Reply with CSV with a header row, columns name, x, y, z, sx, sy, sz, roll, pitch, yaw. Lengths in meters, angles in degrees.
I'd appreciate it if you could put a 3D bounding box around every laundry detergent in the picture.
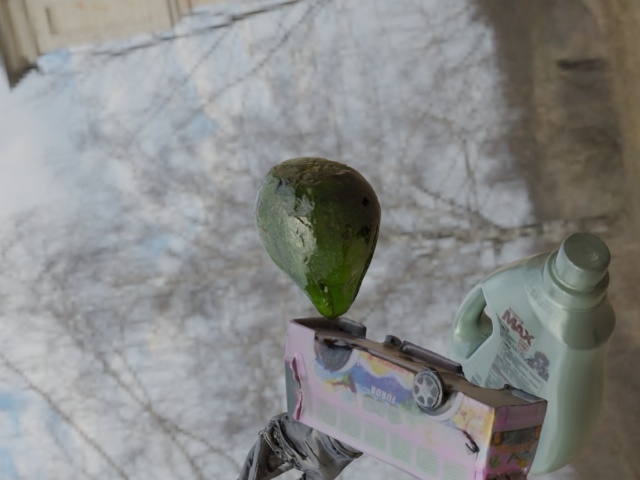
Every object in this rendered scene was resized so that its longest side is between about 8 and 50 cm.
name,x,y,z,sx,sy,sz,roll,pitch,yaw
laundry detergent,0.297,0.126,1.791,0.264,0.124,0.398,51,151,28

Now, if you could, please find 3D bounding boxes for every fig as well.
name,x,y,z,sx,sy,sz,roll,pitch,yaw
fig,0.000,0.000,1.277,0.123,0.123,0.156,-77,-13,-62

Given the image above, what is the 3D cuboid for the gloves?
name,x,y,z,sx,sy,sz,roll,pitch,yaw
gloves,-0.023,0.307,1.861,0.142,0.285,0.119,47,-151,-19

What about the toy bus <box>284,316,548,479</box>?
name,x,y,z,sx,sy,sz,roll,pitch,yaw
toy bus,0.077,0.152,1.236,0.090,0.274,0.112,0,-77,-44
